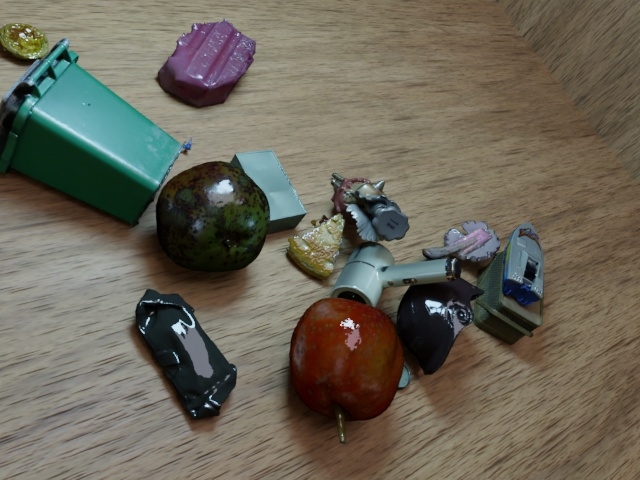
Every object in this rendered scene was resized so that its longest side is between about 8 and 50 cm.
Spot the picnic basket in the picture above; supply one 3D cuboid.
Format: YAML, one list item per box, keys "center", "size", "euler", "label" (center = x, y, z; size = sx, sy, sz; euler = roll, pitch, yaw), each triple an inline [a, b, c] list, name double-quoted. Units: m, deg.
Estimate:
- center: [0.587, 0.175, 2.008]
  size: [0.165, 0.139, 0.267]
  euler: [29, 47, -11]
  label: "picnic basket"

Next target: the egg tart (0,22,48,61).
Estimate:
- center: [-0.786, -0.519, 1.706]
  size: [0.130, 0.052, 0.131]
  euler: [18, 49, -23]
  label: "egg tart"

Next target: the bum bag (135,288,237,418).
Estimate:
- center: [-0.299, 0.242, 1.441]
  size: [0.142, 0.080, 0.326]
  euler: [-27, 78, -35]
  label: "bum bag"

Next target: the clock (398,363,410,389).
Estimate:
- center: [0.200, 0.354, 1.713]
  size: [0.085, 0.017, 0.085]
  euler: [17, 51, -22]
  label: "clock"

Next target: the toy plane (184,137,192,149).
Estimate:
- center: [-0.419, -0.251, 1.749]
  size: [0.167, 0.054, 0.062]
  euler: [-12, 40, -37]
  label: "toy plane"

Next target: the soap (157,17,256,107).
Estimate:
- center: [-0.336, -0.533, 1.952]
  size: [0.220, 0.127, 0.325]
  euler: [29, 48, -10]
  label: "soap"

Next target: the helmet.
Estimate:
- center: [0.299, 0.198, 1.751]
  size: [0.177, 0.225, 0.305]
  euler: [37, 46, 4]
  label: "helmet"

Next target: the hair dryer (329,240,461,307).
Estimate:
- center: [0.214, 0.093, 1.701]
  size: [0.128, 0.361, 0.203]
  euler: [62, 38, -27]
  label: "hair dryer"

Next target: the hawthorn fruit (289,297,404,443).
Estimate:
- center: [0.057, 0.304, 1.497]
  size: [0.286, 0.287, 0.331]
  euler: [18, 56, -21]
  label: "hawthorn fruit"

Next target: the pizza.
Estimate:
- center: [0.001, 0.001, 1.789]
  size: [0.154, 0.069, 0.194]
  euler: [38, 71, -3]
  label: "pizza"

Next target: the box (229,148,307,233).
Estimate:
- center: [-0.153, -0.135, 1.803]
  size: [0.129, 0.086, 0.225]
  euler: [-13, 66, -39]
  label: "box"

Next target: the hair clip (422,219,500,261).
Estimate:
- center: [0.435, 0.022, 2.053]
  size: [0.300, 0.069, 0.173]
  euler: [-18, 46, -30]
  label: "hair clip"

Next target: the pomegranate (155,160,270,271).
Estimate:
- center: [-0.275, -0.080, 1.592]
  size: [0.284, 0.285, 0.341]
  euler: [7, 25, -29]
  label: "pomegranate"

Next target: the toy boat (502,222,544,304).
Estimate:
- center: [0.622, 0.047, 1.965]
  size: [0.129, 0.088, 0.295]
  euler: [30, 47, -9]
  label: "toy boat"

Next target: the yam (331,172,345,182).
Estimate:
- center: [0.134, -0.151, 2.038]
  size: [0.234, 0.027, 0.029]
  euler: [30, 48, -13]
  label: "yam"

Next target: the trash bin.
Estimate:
- center: [-0.532, -0.239, 1.511]
  size: [0.381, 0.295, 0.259]
  euler: [31, 47, -17]
  label: "trash bin"

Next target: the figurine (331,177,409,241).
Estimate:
- center: [0.131, -0.107, 1.858]
  size: [0.207, 0.166, 0.387]
  euler: [31, 9, -26]
  label: "figurine"
